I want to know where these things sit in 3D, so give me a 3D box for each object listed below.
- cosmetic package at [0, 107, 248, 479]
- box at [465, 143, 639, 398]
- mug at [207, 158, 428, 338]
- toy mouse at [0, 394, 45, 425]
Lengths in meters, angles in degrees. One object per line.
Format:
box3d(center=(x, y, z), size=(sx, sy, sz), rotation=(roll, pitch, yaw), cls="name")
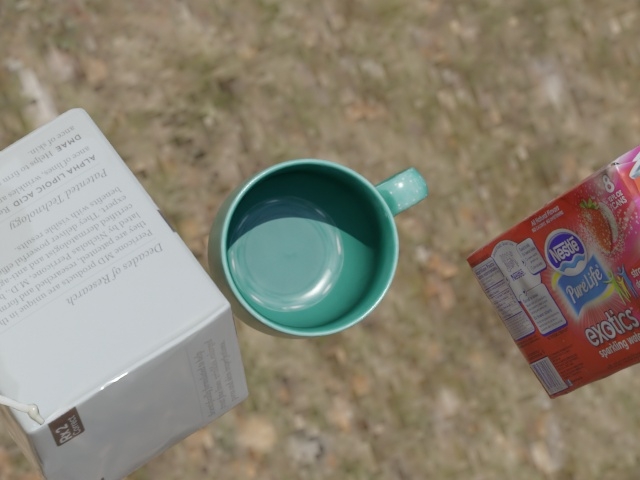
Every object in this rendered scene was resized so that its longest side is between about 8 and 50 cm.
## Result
box3d(center=(-0.162, 0.047, 1.300), size=(0.183, 0.151, 0.151), rotation=(51, -14, 23), cls="cosmetic package")
box3d(center=(0.222, 0.009, 1.385), size=(0.128, 0.123, 0.257), rotation=(58, -23, 4), cls="box")
box3d(center=(-0.004, 0.009, 1.458), size=(0.097, 0.158, 0.129), rotation=(162, -70, -76), cls="mug")
box3d(center=(-0.149, 0.021, 0.639), size=(0.143, 0.161, 0.031), rotation=(34, 7, 20), cls="toy mouse")
